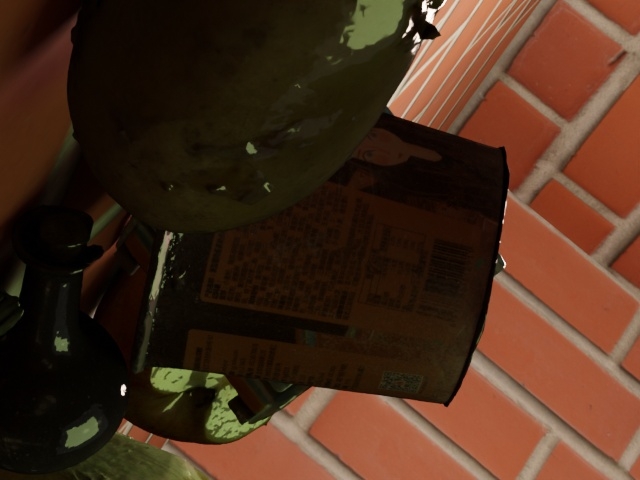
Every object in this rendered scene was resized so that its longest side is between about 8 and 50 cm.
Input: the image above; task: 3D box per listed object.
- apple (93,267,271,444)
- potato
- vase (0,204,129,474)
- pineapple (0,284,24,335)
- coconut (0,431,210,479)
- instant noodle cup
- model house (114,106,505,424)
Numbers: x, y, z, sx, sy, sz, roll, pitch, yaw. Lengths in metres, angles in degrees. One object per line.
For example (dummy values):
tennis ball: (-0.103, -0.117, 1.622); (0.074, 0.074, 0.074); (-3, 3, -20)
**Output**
apple: (-0.108, 0.082, 1.539); (0.195, 0.160, 0.173); (45, 67, -45)
potato: (-0.024, -0.111, 0.854); (0.262, 0.165, 0.165); (-56, 174, 21)
vase: (-0.170, 0.059, 1.123); (0.120, 0.120, 0.183); (-46, 160, -48)
pineapple: (-0.228, 0.091, 1.047); (0.159, 0.074, 0.074); (-57, 175, 6)
coconut: (-0.207, 0.296, 1.614); (0.281, 0.328, 0.328); (-19, 173, -3)
instant noodle cup: (0.000, 0.000, 1.158); (0.217, 0.207, 0.217); (-167, -90, -87)
model house: (-0.012, -0.006, 1.365); (0.198, 0.224, 0.215); (-34, 175, -31)
